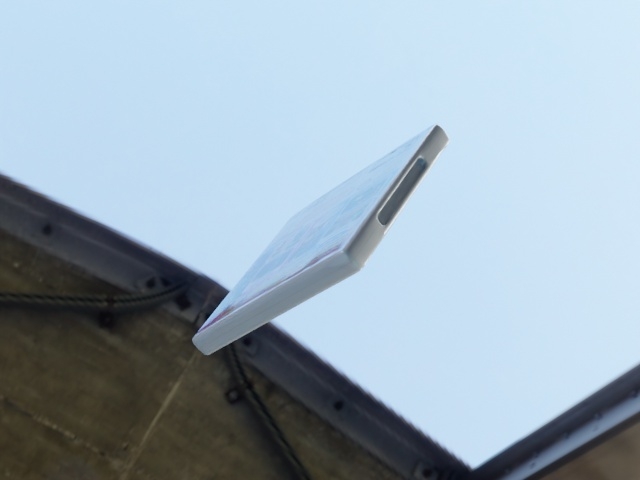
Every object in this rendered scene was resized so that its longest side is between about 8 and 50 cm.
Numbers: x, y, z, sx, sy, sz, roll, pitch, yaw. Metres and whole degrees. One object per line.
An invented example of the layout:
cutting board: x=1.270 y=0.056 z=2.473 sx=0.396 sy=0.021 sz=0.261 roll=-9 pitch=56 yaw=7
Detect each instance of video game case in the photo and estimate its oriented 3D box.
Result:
video game case: x=0.000 y=0.000 z=0.649 sx=0.019 sy=0.157 sz=0.143 roll=48 pitch=-135 yaw=-11
